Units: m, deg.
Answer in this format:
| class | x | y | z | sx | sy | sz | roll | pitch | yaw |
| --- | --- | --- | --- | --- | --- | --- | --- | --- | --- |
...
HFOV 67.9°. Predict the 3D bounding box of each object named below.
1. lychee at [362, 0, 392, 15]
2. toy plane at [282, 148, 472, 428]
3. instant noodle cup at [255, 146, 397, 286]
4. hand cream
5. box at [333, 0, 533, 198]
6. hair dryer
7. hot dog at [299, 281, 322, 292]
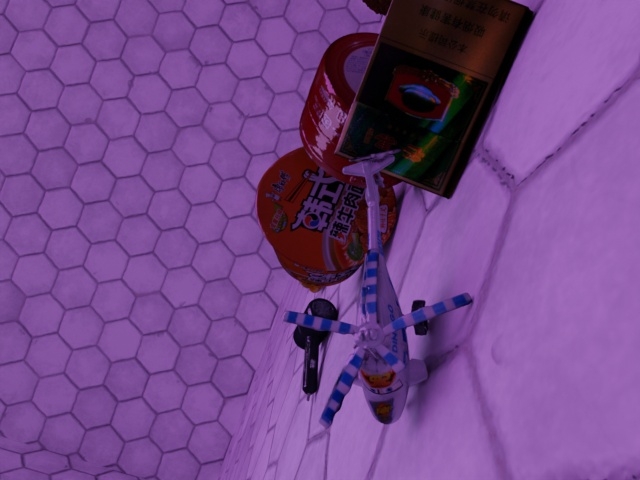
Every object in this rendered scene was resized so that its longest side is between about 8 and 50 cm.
| class | x | y | z | sx | sy | sz | roll | pitch | yaw |
| --- | --- | --- | --- | --- | --- | --- | --- | --- | --- |
| lychee | 0.232 | -0.919 | 1.603 | 0.304 | 0.276 | 0.275 | 107 | 179 | -58 |
| toy plane | 0.053 | 0.050 | 0.514 | 0.107 | 0.182 | 0.272 | 47 | -159 | -59 |
| instant noodle cup | 0.007 | -0.031 | 0.913 | 0.192 | 0.251 | 0.250 | 97 | -170 | -68 |
| hand cream | 0.087 | -0.210 | 0.770 | 0.149 | 0.231 | 0.230 | 120 | 169 | -58 |
| box | 0.133 | -0.193 | 0.600 | 0.071 | 0.160 | 0.239 | -63 | -7 | -74 |
| hair dryer | -0.017 | 0.242 | 1.031 | 0.124 | 0.072 | 0.219 | 116 | 165 | -44 |
| hot dog | 0.001 | 0.046 | 1.364 | 0.076 | 0.102 | 0.249 | -35 | -31 | -44 |
